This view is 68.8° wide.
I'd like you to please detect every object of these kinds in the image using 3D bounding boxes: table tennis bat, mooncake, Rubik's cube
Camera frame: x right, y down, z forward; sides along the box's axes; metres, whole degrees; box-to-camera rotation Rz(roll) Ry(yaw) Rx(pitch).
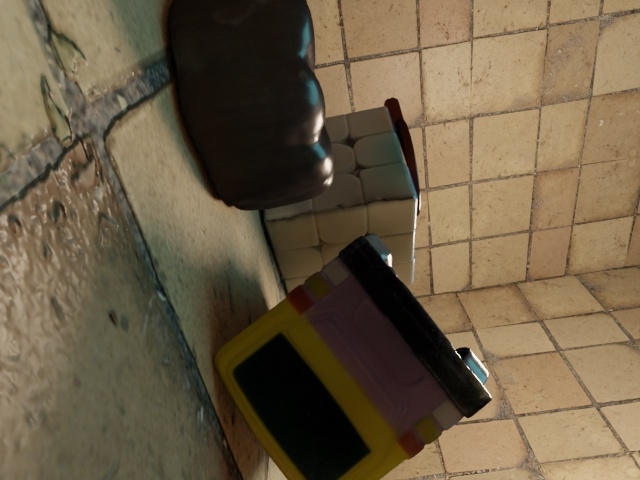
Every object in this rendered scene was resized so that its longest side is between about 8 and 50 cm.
[{"bbox_3d":[0.189,-0.197,1.057,0.200,0.038,0.310,75,7,-62],"label":"table tennis bat"},{"bbox_3d":[-0.073,-0.187,0.608,0.306,0.154,0.305,-10,90,-89],"label":"mooncake"},{"bbox_3d":[0.042,-0.075,1.032,0.291,0.292,0.290,76,6,-50],"label":"Rubik's cube"}]

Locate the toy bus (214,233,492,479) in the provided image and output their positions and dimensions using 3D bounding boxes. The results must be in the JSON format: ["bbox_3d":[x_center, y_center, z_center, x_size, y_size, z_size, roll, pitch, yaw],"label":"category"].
[{"bbox_3d":[0.038,0.161,0.658,0.209,0.249,0.440,52,-1,8],"label":"toy bus"}]
